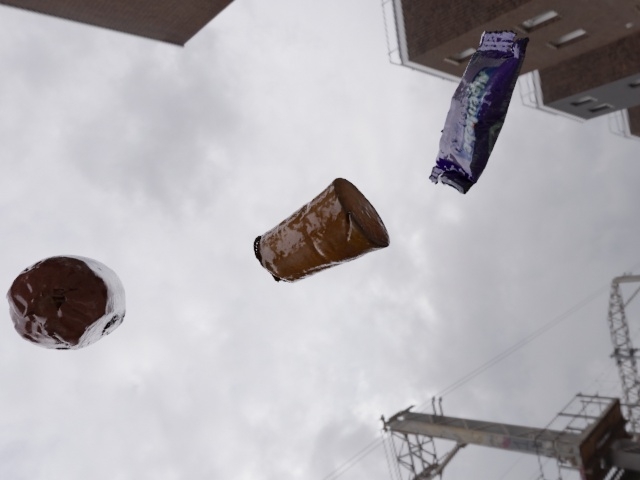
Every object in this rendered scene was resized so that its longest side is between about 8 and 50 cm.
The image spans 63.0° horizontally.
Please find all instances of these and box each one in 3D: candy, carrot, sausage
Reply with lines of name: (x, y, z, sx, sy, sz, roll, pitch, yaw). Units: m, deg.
candy: (0.258, -0.210, 0.875, 0.070, 0.145, 0.275, 11, -71, -20)
carrot: (0.000, 0.000, 1.160, 0.196, 0.254, 0.196, 44, -155, -27)
sausage: (-0.397, 0.100, 0.842, 0.152, 0.279, 0.152, 1, -96, -11)
